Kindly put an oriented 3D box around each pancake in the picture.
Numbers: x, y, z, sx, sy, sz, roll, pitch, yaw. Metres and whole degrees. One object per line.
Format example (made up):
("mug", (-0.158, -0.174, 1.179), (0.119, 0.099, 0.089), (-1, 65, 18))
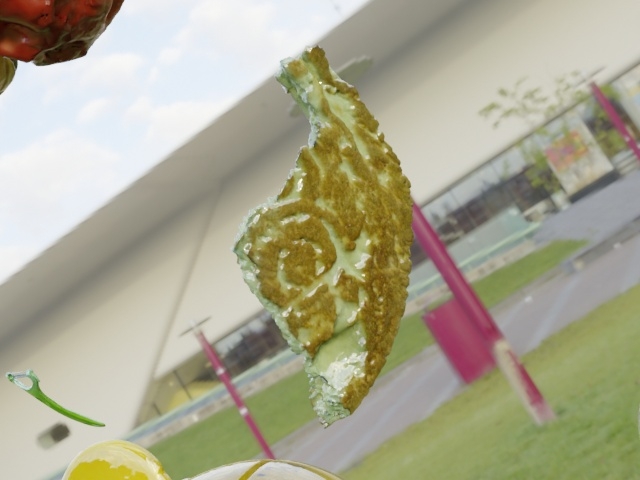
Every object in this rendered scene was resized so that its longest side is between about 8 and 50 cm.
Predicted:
("pancake", (-0.002, 0.000, 0.958), (0.197, 0.376, 0.054), (0, -1, -31))

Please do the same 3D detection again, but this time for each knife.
("knife", (-0.385, 0.238, 1.427), (0.078, 0.166, 0.022), (-7, 49, 47))

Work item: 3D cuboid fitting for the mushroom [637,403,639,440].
("mushroom", (0.419, 0.105, 0.902), (0.344, 0.130, 0.247), (-52, -3, 21))

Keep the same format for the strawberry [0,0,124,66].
("strawberry", (-0.246, -0.278, 0.624), (0.295, 0.345, 0.317), (-49, 21, -7))

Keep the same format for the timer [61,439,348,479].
("timer", (-0.093, 0.387, 0.976), (0.387, 0.376, 0.376), (-4, 6, 22))

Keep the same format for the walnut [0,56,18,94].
("walnut", (-0.406, -0.193, 1.047), (0.180, 0.144, 0.144), (-16, 4, 31))
